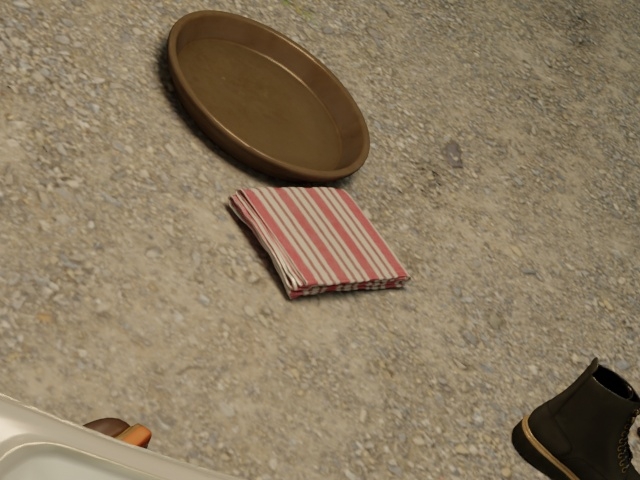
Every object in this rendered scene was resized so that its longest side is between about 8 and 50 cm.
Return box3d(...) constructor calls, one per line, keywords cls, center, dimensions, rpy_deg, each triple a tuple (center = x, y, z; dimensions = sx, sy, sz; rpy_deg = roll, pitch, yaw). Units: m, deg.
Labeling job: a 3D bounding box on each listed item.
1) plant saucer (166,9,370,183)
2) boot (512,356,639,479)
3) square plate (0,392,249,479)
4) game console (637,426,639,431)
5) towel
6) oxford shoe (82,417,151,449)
box3d(cls="plant saucer", center=(-0.066, -0.166, 1.807), dimensions=(0.277, 0.041, 0.278), rpy_deg=(26, 35, -20))
box3d(cls="boot", center=(0.323, 0.222, 1.625), dimensions=(0.198, 0.137, 0.077), rpy_deg=(32, 33, -13))
box3d(cls="square plate", center=(-0.125, 0.279, 1.000), dimensions=(0.344, 0.049, 0.347), rpy_deg=(23, 49, -24))
box3d(cls="game console", center=(0.444, 0.287, 1.783), dimensions=(0.144, 0.085, 0.124), rpy_deg=(18, 69, -29))
box3d(cls="towel", center=(0.000, 0.000, 1.683), dimensions=(0.197, 0.029, 0.144), rpy_deg=(-2, 50, -49))
box3d(cls="oxford shoe", center=(-0.266, 0.183, 1.098), dimensions=(0.132, 0.130, 0.363), rpy_deg=(43, 31, 19))
